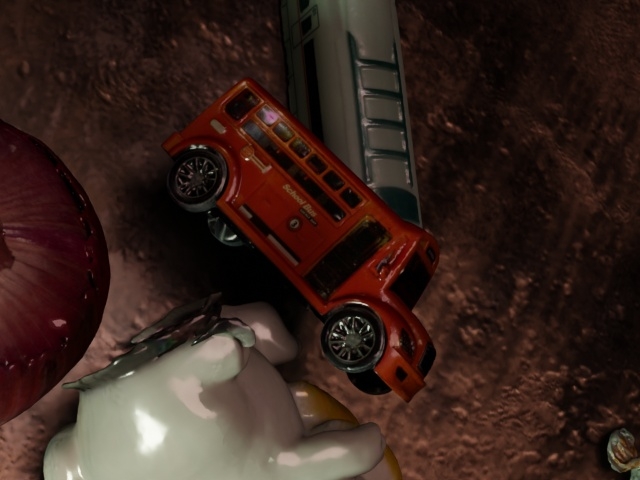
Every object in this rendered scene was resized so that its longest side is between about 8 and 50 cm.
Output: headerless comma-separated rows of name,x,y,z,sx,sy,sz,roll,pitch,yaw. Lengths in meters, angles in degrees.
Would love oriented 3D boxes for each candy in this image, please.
candy,0.334,0.244,0.980,0.182,0.046,0.053,42,59,-9

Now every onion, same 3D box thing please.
onion,-0.258,0.019,0.670,0.248,0.161,0.248,15,64,-34

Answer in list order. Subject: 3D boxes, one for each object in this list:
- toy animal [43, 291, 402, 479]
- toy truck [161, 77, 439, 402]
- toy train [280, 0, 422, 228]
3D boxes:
toy animal,-0.047,0.196,0.724,0.247,0.183,0.310,-27,94,-26
toy truck,0.000,0.000,0.776,0.114,0.107,0.252,-45,68,-3
toy train,0.023,-0.163,0.912,0.086,0.088,0.407,2,74,-27
